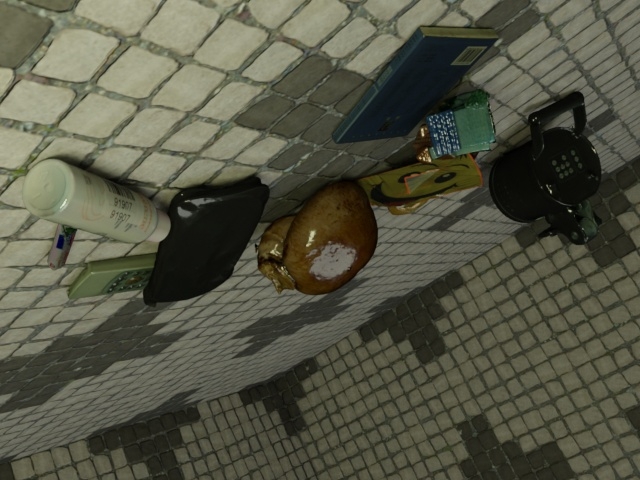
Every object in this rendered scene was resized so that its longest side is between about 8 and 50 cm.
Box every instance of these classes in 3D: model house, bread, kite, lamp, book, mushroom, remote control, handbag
[{"bbox_3d":[0.228,-0.201,1.185,0.148,0.120,0.148,-22,-167,-18],"label":"model house"},{"bbox_3d":[0.229,-0.099,1.622,0.115,0.056,0.082,-27,163,-1],"label":"bread"},{"bbox_3d":[0.239,-0.136,1.438,0.377,0.013,0.327,-2,162,-24],"label":"kite"},{"bbox_3d":[0.570,-0.173,1.650,0.205,0.374,0.272,-28,-163,-21],"label":"lamp"},{"bbox_3d":[0.156,-0.260,1.081,0.190,0.025,0.269,-13,159,-38],"label":"book"},{"bbox_3d":[0.000,0.013,1.364,0.283,0.195,0.263,-28,165,4],"label":"mushroom"},{"bbox_3d":[-0.353,0.068,1.256,0.285,0.038,0.123,-7,155,-49],"label":"remote control"},{"bbox_3d":[-0.219,0.009,1.173,0.191,0.075,0.332,-16,152,-38],"label":"handbag"}]

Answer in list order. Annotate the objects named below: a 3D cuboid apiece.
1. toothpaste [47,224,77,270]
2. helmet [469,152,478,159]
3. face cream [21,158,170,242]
[{"bbox_3d":[-0.404,0.000,0.994,0.045,0.028,0.170,-27,164,-43],"label":"toothpaste"},{"bbox_3d":[0.316,-0.230,1.365,0.089,0.057,0.111,-58,155,-17],"label":"helmet"},{"bbox_3d":[-0.306,-0.045,0.916,0.082,0.082,0.269,-30,164,11],"label":"face cream"}]
